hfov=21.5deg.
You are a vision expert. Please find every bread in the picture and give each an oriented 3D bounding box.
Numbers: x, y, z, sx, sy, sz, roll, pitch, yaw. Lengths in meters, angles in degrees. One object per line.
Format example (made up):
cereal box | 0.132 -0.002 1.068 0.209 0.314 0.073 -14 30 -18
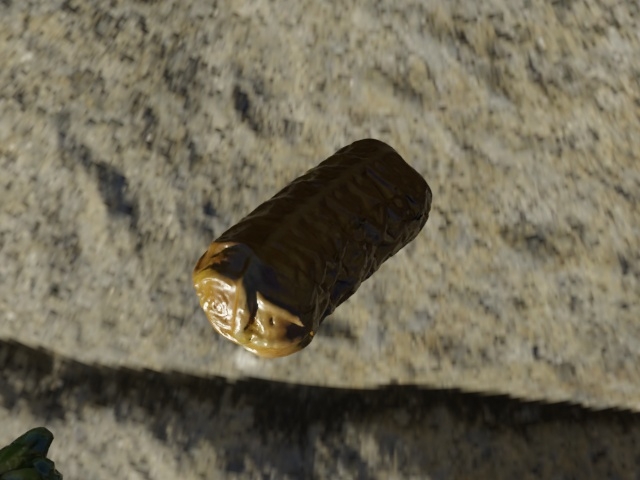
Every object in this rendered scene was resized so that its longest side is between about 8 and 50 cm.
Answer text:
bread | 0.000 0.000 0.666 0.052 0.157 0.044 36 120 8

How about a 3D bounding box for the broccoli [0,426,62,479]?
broccoli | -0.174 0.162 0.750 0.177 0.275 0.198 -11 136 -29
